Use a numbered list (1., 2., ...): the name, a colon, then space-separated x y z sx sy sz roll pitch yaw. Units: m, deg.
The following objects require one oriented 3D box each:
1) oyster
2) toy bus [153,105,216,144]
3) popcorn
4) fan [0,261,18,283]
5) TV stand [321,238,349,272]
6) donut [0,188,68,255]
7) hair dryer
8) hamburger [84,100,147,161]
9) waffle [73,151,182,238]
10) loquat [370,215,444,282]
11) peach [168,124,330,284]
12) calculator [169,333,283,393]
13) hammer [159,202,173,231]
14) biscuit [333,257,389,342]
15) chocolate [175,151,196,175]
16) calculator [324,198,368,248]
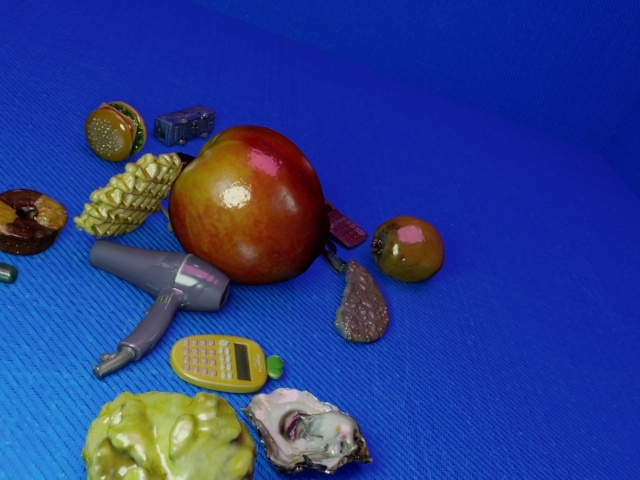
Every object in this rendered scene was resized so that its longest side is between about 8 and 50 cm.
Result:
1. oyster: -0.031 0.359 1.319 0.214 0.083 0.223 -4 35 -45
2. toy bus: -0.410 -0.351 2.162 0.094 0.079 0.236 19 26 23
3. popcorn: -0.245 0.341 1.076 0.241 0.235 0.250 4 -4 -40
4. fan: -0.668 0.047 1.383 0.155 0.039 0.082 16 31 -16
5. TV stand: 0.000 0.000 1.938 0.036 0.042 0.249 -6 42 -38
6. donut: -0.631 -0.037 1.507 0.166 0.073 0.184 20 30 -7
7. hair dryer: -0.370 0.135 1.418 0.301 0.121 0.361 17 35 4
8. hamburger: -0.542 -0.289 1.884 0.162 0.162 0.115 29 32 7
9. waffle: -0.416 -0.088 1.568 0.065 0.283 0.309 47 49 5
10. loquat: 0.239 0.022 1.958 0.234 0.176 0.187 14 15 -24
11. peach: -0.153 -0.070 1.632 0.388 0.388 0.388 18 31 -11
12. calculator: -0.186 0.247 1.429 0.234 0.032 0.146 11 33 -19
13. hammer: -0.394 -0.085 1.803 0.060 0.028 0.195 0 37 -45
14. biscuit: 0.109 0.165 1.751 0.141 0.038 0.290 30 34 -11
15. chocolate: -0.363 -0.193 1.939 0.148 0.080 0.125 12 33 -19
16. calculator: 0.041 -0.048 2.053 0.190 0.034 0.126 40 32 14
